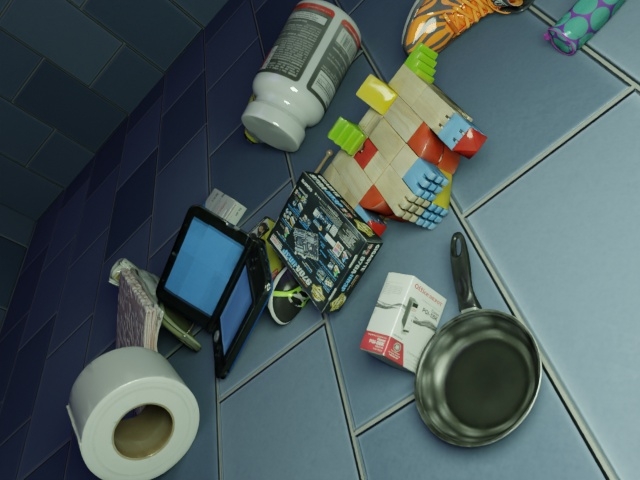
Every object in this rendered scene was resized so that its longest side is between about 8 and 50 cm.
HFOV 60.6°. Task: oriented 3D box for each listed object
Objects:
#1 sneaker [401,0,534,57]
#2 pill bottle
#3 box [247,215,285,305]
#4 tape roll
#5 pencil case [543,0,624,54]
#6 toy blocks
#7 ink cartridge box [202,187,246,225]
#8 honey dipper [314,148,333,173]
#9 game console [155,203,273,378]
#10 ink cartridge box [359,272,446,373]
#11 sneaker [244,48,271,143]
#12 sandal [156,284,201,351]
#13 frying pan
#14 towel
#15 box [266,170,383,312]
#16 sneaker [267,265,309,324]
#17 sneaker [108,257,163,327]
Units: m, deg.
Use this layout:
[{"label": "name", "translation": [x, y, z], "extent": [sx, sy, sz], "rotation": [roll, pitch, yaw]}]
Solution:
[{"label": "sneaker", "translation": [0.318, -0.498, 1.149], "extent": [0.321, 0.125, 0.180], "rotation": [-46, 35, 13]}, {"label": "pill bottle", "translation": [-0.055, -0.438, 1.471], "extent": [0.210, 0.210, 0.362], "rotation": [12, 72, 53]}, {"label": "box", "translation": [-0.120, 0.047, 1.285], "extent": [0.087, 0.058, 0.232], "rotation": [-41, 38, 20]}, {"label": "tape roll", "translation": [-0.409, 0.377, 1.200], "extent": [0.169, 0.246, 0.246], "rotation": [23, 81, 54]}, {"label": "pencil case", "translation": [0.465, -0.399, 0.946], "extent": [0.151, 0.064, 0.070], "rotation": [-48, 51, 10]}, {"label": "toy blocks", "translation": [0.155, -0.135, 1.026], "extent": [0.381, 0.191, 0.260], "rotation": [-52, 42, 24]}, {"label": "ink cartridge box", "translation": [-0.281, -0.076, 1.576], "extent": [0.104, 0.060, 0.180], "rotation": [-56, 34, -2]}, {"label": "honey dipper", "translation": [-0.016, -0.159, 1.359], "extent": [0.160, 0.030, 0.030], "rotation": [-55, 34, -5]}, {"label": "game console", "translation": [-0.248, 0.115, 1.213], "extent": [0.293, 0.174, 0.250], "rotation": [-62, 27, 27]}, {"label": "ink cartridge box", "translation": [0.135, 0.132, 0.876], "extent": [0.056, 0.099, 0.135], "rotation": [4, 66, 51]}, {"label": "sneaker", "translation": [-0.150, -0.463, 1.668], "extent": [0.147, 0.145, 0.384], "rotation": [-19, 45, 47]}, {"label": "sandal", "translation": [-0.364, 0.174, 1.431], "extent": [0.086, 0.120, 0.302], "rotation": [-38, 36, 1]}, {"label": "frying pan", "translation": [0.206, 0.152, 0.817], "extent": [0.197, 0.053, 0.326], "rotation": [-42, 35, 18]}, {"label": "towel", "translation": [-0.477, 0.263, 1.430], "extent": [0.332, 0.054, 0.316], "rotation": [30, 116, 56]}, {"label": "box", "translation": [0.000, 0.000, 1.041], "extent": [0.220, 0.051, 0.175], "rotation": [50, 122, 35]}, {"label": "sneaker", "translation": [-0.024, 0.073, 1.128], "extent": [0.097, 0.084, 0.234], "rotation": [23, 80, 54]}, {"label": "sneaker", "translation": [-0.539, 0.148, 1.609], "extent": [0.108, 0.169, 0.293], "rotation": [-56, 36, -3]}]
